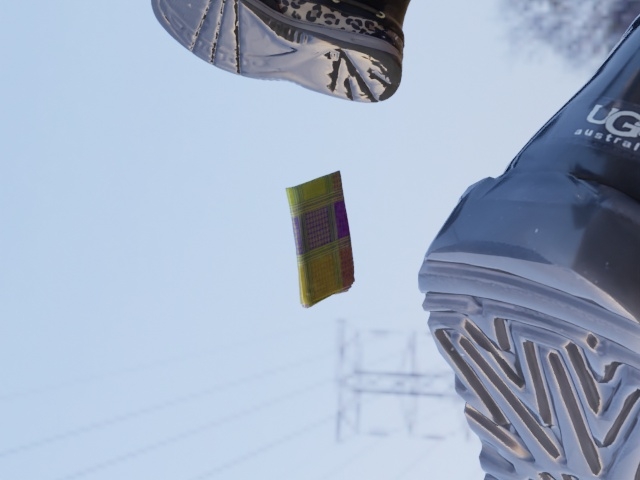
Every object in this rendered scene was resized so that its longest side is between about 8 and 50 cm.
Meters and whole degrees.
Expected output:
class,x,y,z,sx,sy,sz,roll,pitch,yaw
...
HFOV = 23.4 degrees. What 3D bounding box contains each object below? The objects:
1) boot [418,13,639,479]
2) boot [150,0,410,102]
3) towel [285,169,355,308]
class,x,y,z,sx,sy,sz,roll,pitch,yaw
boot,0.235,-0.035,0.722,0.445,0.146,0.367,-53,-32,-27
boot,-0.023,-0.228,1.432,0.085,0.236,0.179,108,-179,-47
towel,0.000,0.000,1.017,0.060,0.009,0.083,-22,-72,-51
